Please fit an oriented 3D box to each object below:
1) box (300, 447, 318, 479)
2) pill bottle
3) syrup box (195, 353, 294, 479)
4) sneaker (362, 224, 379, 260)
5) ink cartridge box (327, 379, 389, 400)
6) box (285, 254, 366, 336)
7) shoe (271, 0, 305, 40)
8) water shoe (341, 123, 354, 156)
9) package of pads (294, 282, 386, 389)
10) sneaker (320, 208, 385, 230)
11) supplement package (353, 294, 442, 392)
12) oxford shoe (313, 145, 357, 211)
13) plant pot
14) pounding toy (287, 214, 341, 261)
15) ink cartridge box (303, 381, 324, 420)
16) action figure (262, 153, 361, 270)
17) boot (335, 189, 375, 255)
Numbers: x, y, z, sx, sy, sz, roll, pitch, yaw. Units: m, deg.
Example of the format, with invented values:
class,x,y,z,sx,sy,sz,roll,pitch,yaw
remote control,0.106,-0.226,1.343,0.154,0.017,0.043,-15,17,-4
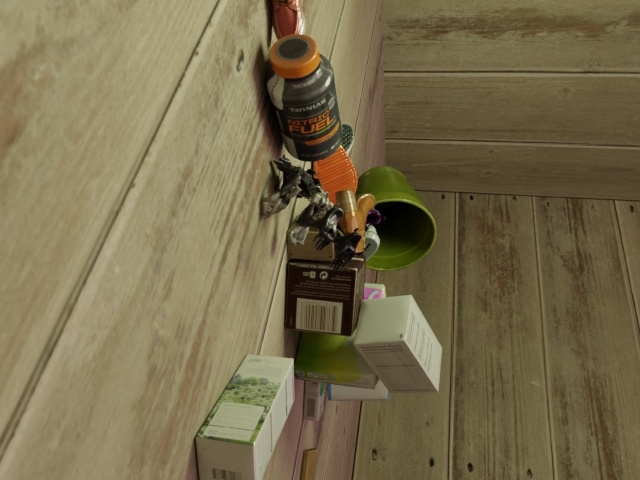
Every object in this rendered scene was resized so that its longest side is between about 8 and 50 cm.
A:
class,x,y,z,sx,sy,sz,roll,pitch,yaw
box,-0.041,0.753,1.612,0.164,0.021,0.201,64,31,-69
pill bottle,-0.032,-0.276,1.017,0.245,0.131,0.130,73,23,-59
syrup box,-0.116,0.294,0.874,0.237,0.093,0.096,-58,150,-68
sneaker,0.083,0.052,1.541,0.258,0.094,0.091,-43,-160,29
ink cartridge box,0.118,0.360,1.708,0.270,0.197,0.198,-91,180,-68
box,0.018,0.125,1.307,0.203,0.169,0.167,-35,129,-77
shoe,-0.069,-0.450,0.950,0.081,0.064,0.177,-20,108,-77
water shoe,0.056,-0.277,1.677,0.080,0.073,0.203,139,-38,-75
package of pads,0.067,0.255,1.449,0.101,0.229,0.296,78,20,-54
sneaker,0.072,-0.048,1.438,0.224,0.098,0.083,-27,129,-26
supplement package,0.200,0.264,1.301,0.244,0.139,0.133,56,36,-38
oxford shoe,0.034,-0.144,1.531,0.132,0.130,0.363,-125,-163,-50
plant pot,0.271,-0.125,2.177,0.353,0.367,0.366,-91,177,-50
pounding toy,0.000,0.000,1.270,0.141,0.130,0.100,-63,155,-64
ink cartridge box,-0.002,0.430,1.621,0.225,0.056,0.180,-23,117,-76
action figure,-0.038,-0.064,1.042,0.164,0.141,0.275,41,9,-44
boot,0.090,-0.038,1.276,0.197,0.073,0.152,1,80,-62
